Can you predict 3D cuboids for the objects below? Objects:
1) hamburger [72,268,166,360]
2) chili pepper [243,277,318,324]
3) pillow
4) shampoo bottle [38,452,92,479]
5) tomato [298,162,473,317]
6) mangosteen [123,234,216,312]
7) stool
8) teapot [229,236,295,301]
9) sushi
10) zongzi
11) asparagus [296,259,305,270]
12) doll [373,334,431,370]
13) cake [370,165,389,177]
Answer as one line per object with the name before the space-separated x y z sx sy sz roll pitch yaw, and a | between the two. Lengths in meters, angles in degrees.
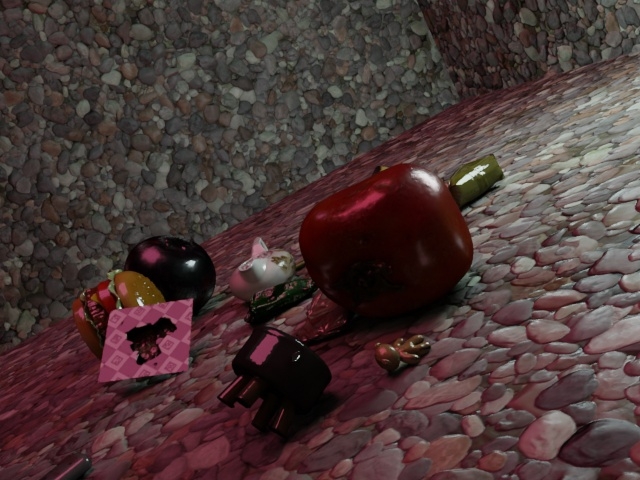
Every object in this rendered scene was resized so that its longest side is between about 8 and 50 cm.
hamburger | -0.543 0.211 2.017 0.212 0.274 0.274 -33 11 3
chili pepper | -0.105 0.153 1.826 0.216 0.062 0.108 -26 18 1
pillow | 0.029 0.149 1.567 0.135 0.049 0.248 -24 16 20
shampoo bottle | -0.522 0.474 1.370 0.080 0.040 0.165 -13 17 45
tomato | 0.133 0.003 1.411 0.325 0.293 0.290 -29 19 37
mangosteen | -0.480 0.133 2.281 0.300 0.300 0.300 -26 11 6
stool | -0.073 0.245 1.187 0.153 0.228 0.139 25 64 22
teapot | -0.174 0.087 2.075 0.204 0.139 0.298 -29 12 4
sushi | -0.437 0.266 1.827 0.231 0.047 0.219 -8 49 5
zongzi | 0.378 -0.147 1.996 0.205 0.094 0.204 -33 9 -27
asparagus | 0.023 0.027 2.191 0.248 0.025 0.024 -30 -31 -17
doll | 0.135 0.181 1.170 0.093 0.051 0.061 -32 40 -9
cake | 0.209 -0.099 2.029 0.207 0.178 0.185 -58 -11 -40
